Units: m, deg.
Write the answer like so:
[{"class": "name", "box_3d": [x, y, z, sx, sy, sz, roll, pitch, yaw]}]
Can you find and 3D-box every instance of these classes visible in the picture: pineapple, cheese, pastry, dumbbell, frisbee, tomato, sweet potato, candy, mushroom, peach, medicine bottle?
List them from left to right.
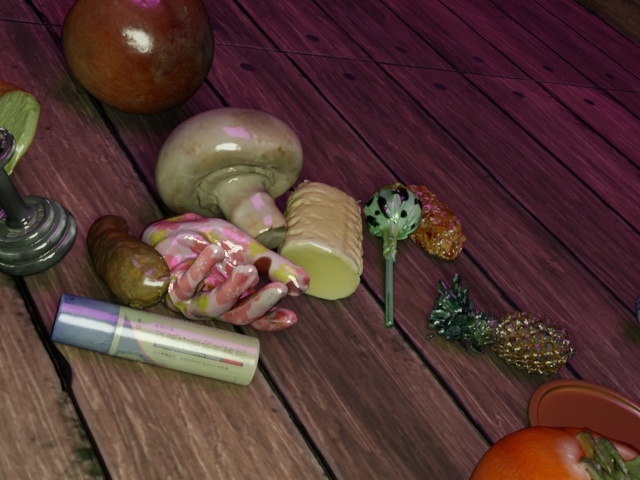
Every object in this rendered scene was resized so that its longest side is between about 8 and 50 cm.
[{"class": "dumbbell", "box_3d": [-0.360, -0.059, 1.165, 0.110, 0.254, 0.110, -7, 48, 8]}, {"class": "sweet potato", "box_3d": [-0.241, 0.019, 1.235, 0.075, 0.075, 0.273, 8, 11, -25]}, {"class": "peach", "box_3d": [-0.283, -0.322, 1.635, 0.252, 0.252, 0.252, 17, 30, -11]}, {"class": "medicine bottle", "box_3d": [-0.187, 0.113, 1.170, 0.231, 0.059, 0.059, 15, 31, -15]}, {"class": "mushroom", "box_3d": [-0.115, -0.082, 1.417, 0.209, 0.206, 0.206, 60, 33, -4]}, {"class": "cheese", "box_3d": [0.000, 0.000, 1.452, 0.123, 0.094, 0.167, 26, 33, -15]}, {"class": "candy", "box_3d": [0.110, 0.021, 1.523, 0.091, 0.083, 0.305, -7, 38, 9]}, {"class": "pastry", "box_3d": [0.175, -0.039, 1.662, 0.087, 0.063, 0.169, -5, 41, -36]}, {"class": "pineapple", "box_3d": [0.257, 0.122, 1.433, 0.221, 0.103, 0.083, 20, -4, -5]}, {"class": "tomato", "box_3d": [0.259, 0.303, 1.013, 0.256, 0.224, 0.256, 18, 26, -9]}, {"class": "frisbee", "box_3d": [0.387, 0.273, 1.354, 0.251, 0.021, 0.251, 17, 31, -11]}]

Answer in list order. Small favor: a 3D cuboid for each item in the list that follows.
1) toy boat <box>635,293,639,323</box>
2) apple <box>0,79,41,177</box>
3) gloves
[{"class": "toy boat", "box_3d": [0.631, 0.137, 1.634, 0.283, 0.127, 0.078, 15, 30, -5]}, {"class": "apple", "box_3d": [-0.487, -0.105, 1.246, 0.179, 0.254, 0.346, 61, 25, -17]}, {"class": "gloves", "box_3d": [-0.117, 0.051, 1.263, 0.145, 0.126, 0.241, 16, 23, -52]}]
